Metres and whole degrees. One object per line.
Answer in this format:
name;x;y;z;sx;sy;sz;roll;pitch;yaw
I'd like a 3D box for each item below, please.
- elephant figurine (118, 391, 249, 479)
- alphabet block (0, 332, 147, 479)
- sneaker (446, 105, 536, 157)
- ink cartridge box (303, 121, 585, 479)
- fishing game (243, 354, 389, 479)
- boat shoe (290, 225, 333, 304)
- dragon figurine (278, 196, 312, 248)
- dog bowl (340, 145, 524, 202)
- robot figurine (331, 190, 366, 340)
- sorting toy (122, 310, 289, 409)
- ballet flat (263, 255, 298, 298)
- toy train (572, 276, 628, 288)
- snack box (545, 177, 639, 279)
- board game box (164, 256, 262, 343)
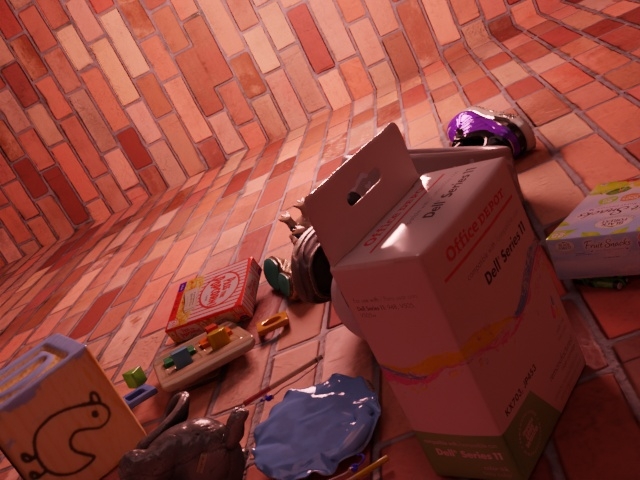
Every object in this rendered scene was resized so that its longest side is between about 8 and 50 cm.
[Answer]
elephant figurine;-0.182;0.286;0.961;0.185;0.170;0.239;-7;4;-9
alphabet block;-0.439;0.294;1.217;0.192;0.197;0.193;-38;21;-26
sneaker;0.338;-0.223;1.653;0.146;0.102;0.293;-32;19;-12
ink cartridge box;0.146;0.054;0.788;0.119;0.354;0.207;-9;26;44
fishing game;-0.003;0.250;0.979;0.189;0.041;0.264;-31;27;-10
boat shoe;0.084;0.007;1.264;0.130;0.132;0.355;-13;11;38
dragon figurine;0.000;0.000;1.531;0.085;0.144;0.289;-45;31;-9
dog bowl;0.195;-0.116;1.355;0.348;0.102;0.349;-3;9;1
robot figurine;0.111;0.042;1.053;0.209;0.278;0.174;9;56;-3
sorting toy;-0.222;0.197;1.355;0.347;0.047;0.196;-27;11;-15
ballet flat;-0.062;0.076;1.504;0.067;0.073;0.206;-5;15;-19
toy train;0.379;0.053;1.000;0.024;0.017;0.083;-46;24;-20
snack box;0.437;-0.025;1.012;0.174;0.070;0.207;-8;21;45
board game box;-0.223;0.126;1.550;0.193;0.045;0.147;-21;35;21
